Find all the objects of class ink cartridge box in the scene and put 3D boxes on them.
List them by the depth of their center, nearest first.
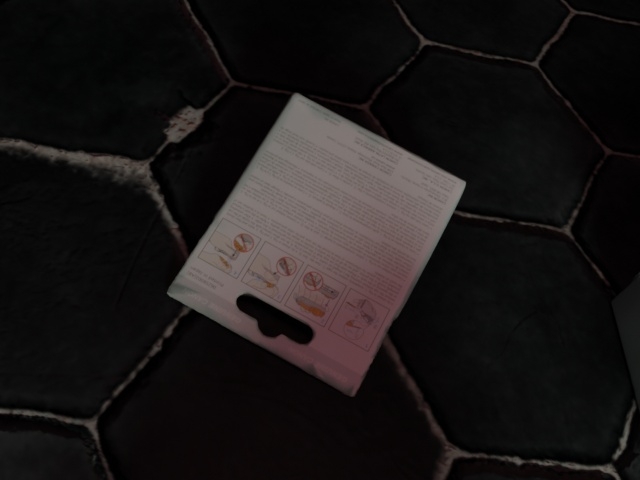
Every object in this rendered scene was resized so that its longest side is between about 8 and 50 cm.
[{"bbox_3d":[0.000,0.000,0.715,0.189,0.066,0.232,29,74,4],"label":"ink cartridge box"}]

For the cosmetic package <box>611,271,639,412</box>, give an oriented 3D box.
[{"bbox_3d":[0.339,0.127,0.673,0.086,0.117,0.231,9,55,-11],"label":"cosmetic package"}]
